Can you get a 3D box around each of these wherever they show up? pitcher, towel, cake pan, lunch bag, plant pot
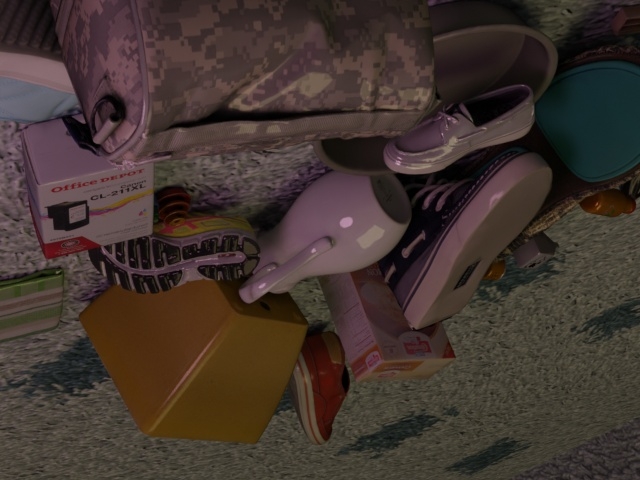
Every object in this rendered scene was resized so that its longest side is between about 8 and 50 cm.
[{"bbox_3d":[0.000,0.000,1.829,0.207,0.125,0.178,-30,-167,30],"label":"pitcher"},{"bbox_3d":[-0.380,0.083,1.874,0.113,0.023,0.152,-14,154,-21],"label":"towel"},{"bbox_3d":[0.122,-0.172,1.679,0.293,0.054,0.293,-17,156,-8],"label":"cake pan"},{"bbox_3d":[-0.069,-0.192,1.225,0.305,0.256,0.212,-7,153,-28],"label":"lunch bag"},{"bbox_3d":[-0.143,0.116,1.914,0.212,0.212,0.187,14,123,-49],"label":"plant pot"}]

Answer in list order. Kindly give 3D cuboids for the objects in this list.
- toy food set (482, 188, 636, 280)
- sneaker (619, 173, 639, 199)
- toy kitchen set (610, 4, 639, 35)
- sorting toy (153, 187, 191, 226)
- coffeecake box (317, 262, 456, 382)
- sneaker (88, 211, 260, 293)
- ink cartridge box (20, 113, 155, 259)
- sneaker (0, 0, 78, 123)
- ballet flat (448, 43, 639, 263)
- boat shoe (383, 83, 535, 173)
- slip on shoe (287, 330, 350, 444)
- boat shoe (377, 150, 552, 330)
[{"bbox_3d":[0.317,-0.027,2.081,0.104,0.111,0.232,8,141,-47],"label":"toy food set"},{"bbox_3d":[0.503,-0.107,2.102,0.188,0.078,0.067,-31,154,25],"label":"sneaker"},{"bbox_3d":[0.386,-0.224,1.743,0.075,0.083,0.068,-11,154,-22],"label":"toy kitchen set"},{"bbox_3d":[-0.197,-0.031,1.742,0.102,0.042,0.061,-16,156,-10],"label":"sorting toy"},{"bbox_3d":[0.089,0.100,2.078,0.142,0.185,0.068,2,149,-42],"label":"coffeecake box"},{"bbox_3d":[-0.175,0.007,1.802,0.208,0.094,0.081,0,120,0],"label":"sneaker"},{"bbox_3d":[-0.247,-0.061,1.596,0.127,0.072,0.175,-14,156,-13],"label":"ink cartridge box"},{"bbox_3d":[-0.324,-0.161,1.239,0.150,0.135,0.366,-34,152,24],"label":"sneaker"},{"bbox_3d":[0.316,-0.123,1.862,0.182,0.164,0.483,-31,173,-37],"label":"ballet flat"},{"bbox_3d":[0.157,-0.128,1.661,0.184,0.066,0.063,-14,142,-9],"label":"boat shoe"},{"bbox_3d":[0.001,0.241,2.414,0.101,0.123,0.331,-21,152,-8],"label":"slip on shoe"},{"bbox_3d":[0.154,-0.036,1.852,0.127,0.158,0.340,-19,154,-35],"label":"boat shoe"}]
